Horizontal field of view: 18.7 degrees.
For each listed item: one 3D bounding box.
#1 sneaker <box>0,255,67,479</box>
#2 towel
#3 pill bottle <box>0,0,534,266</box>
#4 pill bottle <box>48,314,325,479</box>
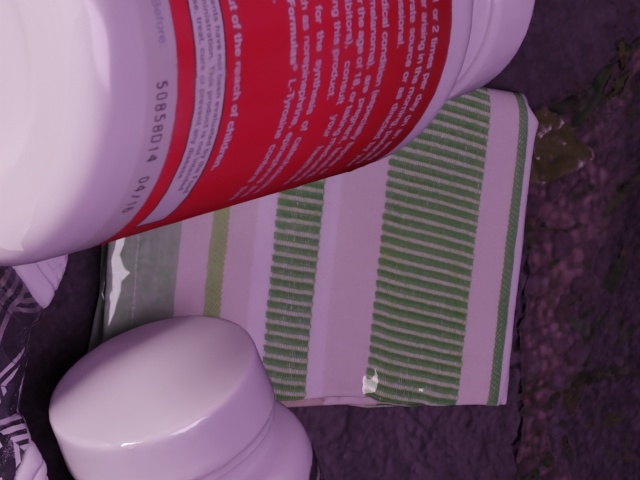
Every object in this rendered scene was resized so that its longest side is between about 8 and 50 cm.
[{"bbox_3d":[-0.276,0.088,1.171,0.210,0.137,0.365,5,93,-28],"label":"sneaker"},{"bbox_3d":[0.000,0.000,1.353,0.325,0.038,0.247,2,99,-27],"label":"towel"},{"bbox_3d":[-0.059,-0.136,1.133,0.408,0.229,0.229,-18,110,-47],"label":"pill bottle"},{"bbox_3d":[-0.067,0.199,1.267,0.161,0.161,0.283,-30,121,-19],"label":"pill bottle"}]
